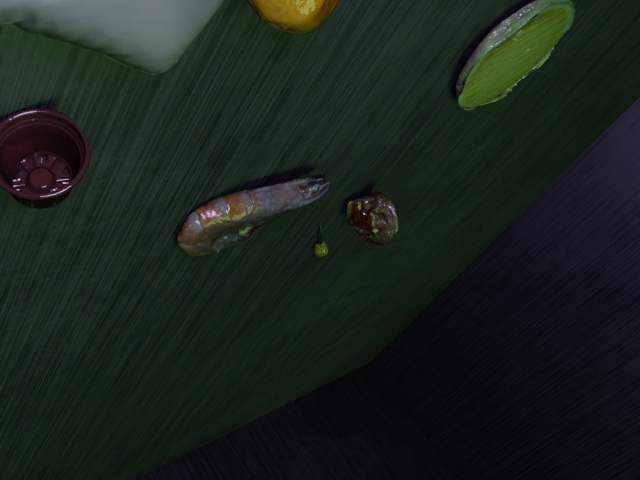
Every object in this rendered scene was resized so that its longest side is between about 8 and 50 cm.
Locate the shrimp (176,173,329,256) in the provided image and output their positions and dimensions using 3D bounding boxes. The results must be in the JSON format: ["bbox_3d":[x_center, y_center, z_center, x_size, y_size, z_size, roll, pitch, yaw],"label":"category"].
[{"bbox_3d":[-0.121,-0.046,1.304,0.316,0.062,0.164,-22,160,-26],"label":"shrimp"}]

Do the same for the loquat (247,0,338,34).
[{"bbox_3d":[-0.027,-0.304,0.797,0.137,0.113,0.137,-34,141,-33],"label":"loquat"}]

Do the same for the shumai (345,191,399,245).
[{"bbox_3d":[0.113,-0.044,1.630,0.105,0.123,0.139,-22,171,-11],"label":"shumai"}]

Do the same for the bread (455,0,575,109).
[{"bbox_3d":[0.396,-0.384,1.444,0.301,0.045,0.301,-31,161,-12],"label":"bread"}]

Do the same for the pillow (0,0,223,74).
[{"bbox_3d":[-0.143,-0.294,0.600,0.322,0.120,0.255,-44,158,25],"label":"pillow"}]

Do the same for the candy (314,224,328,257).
[{"bbox_3d":[0.000,0.000,1.663,0.035,0.035,0.123,-16,149,-7],"label":"candy"}]

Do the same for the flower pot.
[{"bbox_3d":[-0.324,-0.083,0.812,0.111,0.111,0.089,-28,171,-24],"label":"flower pot"}]
